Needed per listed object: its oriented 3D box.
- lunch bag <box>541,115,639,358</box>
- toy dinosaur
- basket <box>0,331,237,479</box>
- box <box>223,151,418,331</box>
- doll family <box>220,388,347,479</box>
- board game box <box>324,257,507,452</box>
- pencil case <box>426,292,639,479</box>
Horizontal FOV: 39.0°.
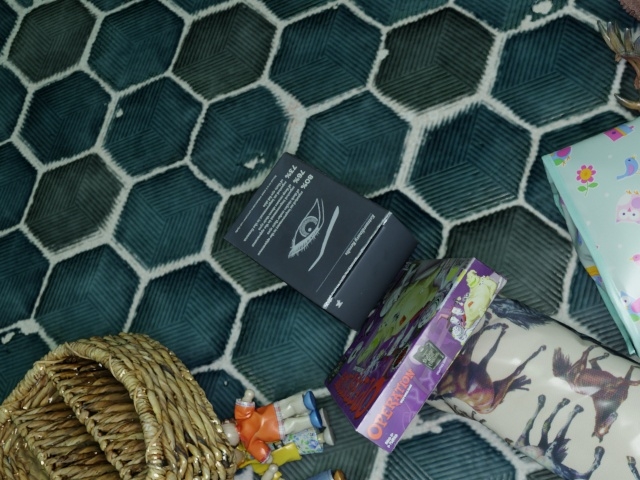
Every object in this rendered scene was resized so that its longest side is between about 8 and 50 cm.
[{"bbox_3d":[0.415,-0.013,1.058,0.223,0.160,0.262,-25,60,10],"label":"lunch bag"},{"bbox_3d":[0.436,-0.322,1.180,0.200,0.127,0.296,-26,59,18],"label":"toy dinosaur"},{"bbox_3d":[-0.274,0.254,1.115,0.299,0.223,0.214,40,123,41],"label":"basket"},{"bbox_3d":[0.000,0.000,1.218,0.207,0.108,0.153,34,86,34],"label":"box"},{"bbox_3d":[-0.050,0.314,1.158,0.163,0.118,0.263,-19,85,7],"label":"doll family"},{"bbox_3d":[0.093,0.115,1.040,0.056,0.347,0.208,31,85,-4],"label":"board game box"},{"bbox_3d":[0.300,0.209,1.020,0.410,0.160,0.184,30,101,26],"label":"pencil case"}]
